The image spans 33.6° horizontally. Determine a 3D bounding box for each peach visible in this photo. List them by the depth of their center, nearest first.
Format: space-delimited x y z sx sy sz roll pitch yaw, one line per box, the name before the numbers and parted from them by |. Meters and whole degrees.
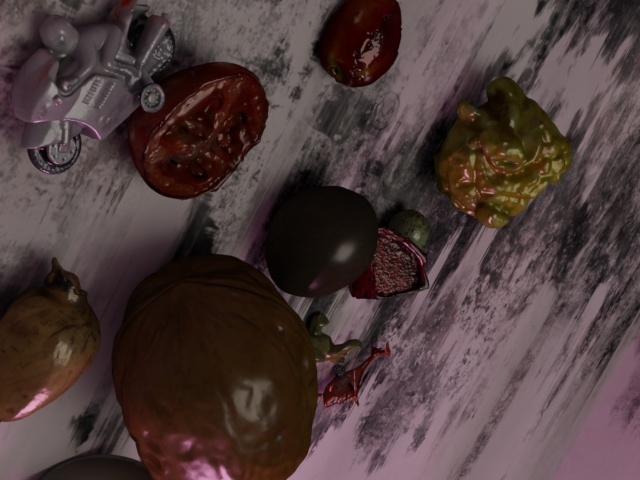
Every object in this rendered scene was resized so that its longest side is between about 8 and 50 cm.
peach | 0.077 -0.328 1.721 0.172 0.092 0.127 -57 144 4

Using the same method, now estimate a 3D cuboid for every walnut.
walnut | -0.158 0.210 1.633 0.308 0.354 0.397 -20 133 -8

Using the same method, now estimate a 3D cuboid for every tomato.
tomato | -0.188 -0.164 1.517 0.228 0.101 0.228 -33 147 -25

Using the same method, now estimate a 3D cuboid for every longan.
longan | 0.000 0.000 1.810 0.212 0.198 0.198 -34 145 1

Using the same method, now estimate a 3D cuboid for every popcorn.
popcorn | 0.344 -0.166 2.078 0.250 0.242 0.235 -45 171 -4

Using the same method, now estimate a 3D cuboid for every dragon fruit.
dragon fruit | 0.126 0.038 2.065 0.121 0.127 0.161 -12 102 -29

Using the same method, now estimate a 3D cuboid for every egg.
egg | 0.171 -0.011 2.108 0.085 0.085 0.110 -20 135 -42

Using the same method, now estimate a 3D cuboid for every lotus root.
lotus root | -0.393 0.154 1.484 0.257 0.140 0.154 -53 -172 13

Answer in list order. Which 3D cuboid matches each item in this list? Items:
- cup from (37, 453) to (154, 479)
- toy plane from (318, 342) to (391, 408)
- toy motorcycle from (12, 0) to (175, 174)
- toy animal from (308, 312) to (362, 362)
cup | -0.408 0.550 1.731 0.323 0.237 0.326 2 120 -19
toy plane | 0.072 0.280 2.238 0.194 0.077 0.126 -56 151 -16
toy motorcycle | -0.295 -0.214 1.338 0.260 0.110 0.171 -50 135 -19
toy animal | -0.013 0.212 2.069 0.219 0.103 0.101 -11 144 -50
